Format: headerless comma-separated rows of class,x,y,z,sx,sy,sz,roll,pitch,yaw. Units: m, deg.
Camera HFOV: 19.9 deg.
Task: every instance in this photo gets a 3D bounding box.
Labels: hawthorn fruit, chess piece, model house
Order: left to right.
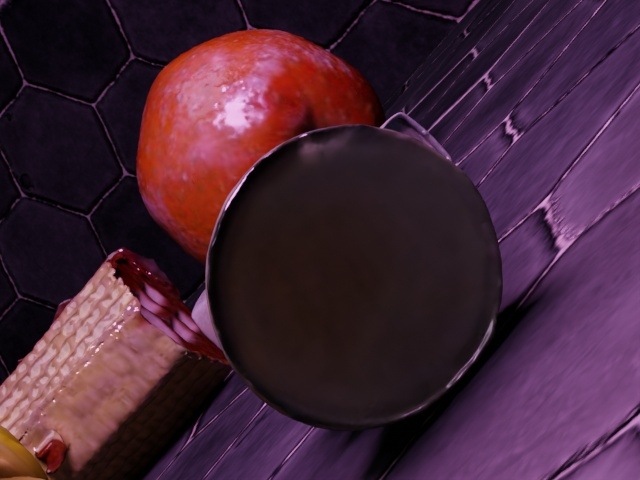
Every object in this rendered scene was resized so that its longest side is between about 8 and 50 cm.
model house,-0.194,0.133,1.669,0.196,0.160,0.254,-48,6,4
hawthorn fruit,-0.045,-0.093,1.675,0.263,0.235,0.231,-47,6,36
chess piece,0.006,0.026,0.897,0.133,0.133,0.243,-48,0,-7

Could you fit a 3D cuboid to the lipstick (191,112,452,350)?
lipstick,0.000,0.000,1.432,0.253,0.077,0.079,-45,5,39

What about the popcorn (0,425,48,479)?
popcorn,-0.225,0.180,0.776,0.292,0.293,0.334,-49,20,-4
